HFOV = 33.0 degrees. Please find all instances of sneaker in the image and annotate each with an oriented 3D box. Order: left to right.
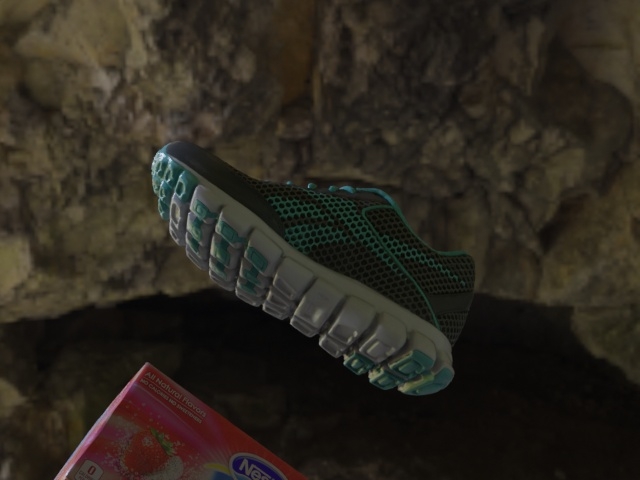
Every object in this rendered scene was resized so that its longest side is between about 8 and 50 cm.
[{"bbox_3d":[0.000,0.000,0.501,0.166,0.076,0.065,35,-30,-3],"label":"sneaker"}]

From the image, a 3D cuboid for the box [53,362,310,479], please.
[{"bbox_3d":[-0.100,0.277,0.998,0.142,0.300,0.154,-48,6,42],"label":"box"}]
